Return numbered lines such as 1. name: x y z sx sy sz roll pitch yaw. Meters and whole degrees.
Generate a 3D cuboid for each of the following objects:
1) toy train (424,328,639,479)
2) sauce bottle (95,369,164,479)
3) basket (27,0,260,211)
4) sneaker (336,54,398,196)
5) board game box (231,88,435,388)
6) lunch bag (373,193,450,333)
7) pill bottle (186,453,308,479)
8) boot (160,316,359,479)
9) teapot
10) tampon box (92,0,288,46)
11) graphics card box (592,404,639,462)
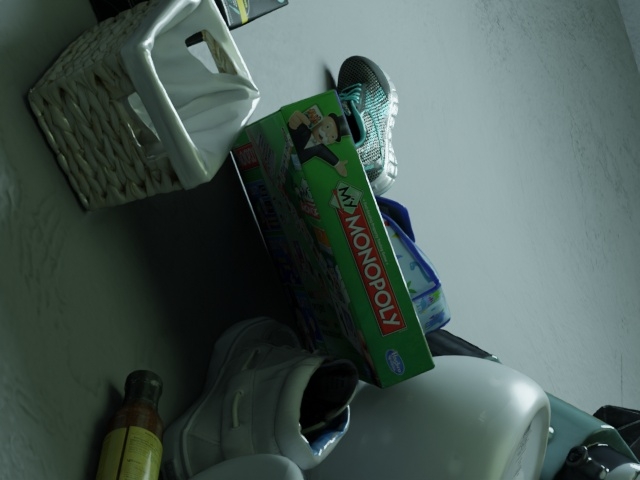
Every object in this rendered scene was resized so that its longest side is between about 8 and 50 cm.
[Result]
1. toy train: 0.191 0.202 1.676 0.334 0.142 0.190 29 -17 52
2. sauce bottle: -0.124 0.139 1.242 0.042 0.042 0.128 57 26 -33
3. basket: -0.127 -0.105 1.366 0.113 0.103 0.167 64 22 -18
4. sneaker: 0.037 -0.125 1.869 0.076 0.065 0.166 40 34 -47
5. board game box: 0.000 0.000 1.470 0.317 0.046 0.214 -179 -111 -80
6. lunch bag: 0.046 0.018 1.686 0.151 0.096 0.129 53 -4 19
7. pill bottle: -0.017 0.275 1.269 0.246 0.130 0.130 62 22 -24
8. boot: -0.023 0.118 1.402 0.095 0.123 0.258 65 21 -16
9. teapot: 0.060 0.196 1.478 0.256 0.187 0.253 77 33 -61
10. tampon box: -0.111 -0.219 1.509 0.120 0.101 0.161 68 20 -8
11. graphics card box: 0.320 0.383 1.927 0.233 0.094 0.371 -38 113 -26
